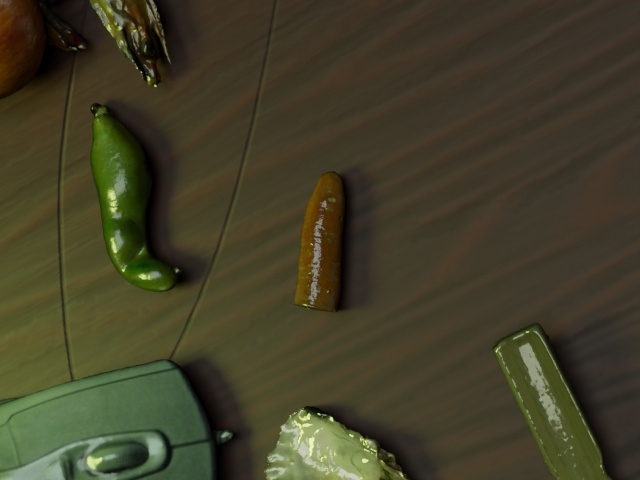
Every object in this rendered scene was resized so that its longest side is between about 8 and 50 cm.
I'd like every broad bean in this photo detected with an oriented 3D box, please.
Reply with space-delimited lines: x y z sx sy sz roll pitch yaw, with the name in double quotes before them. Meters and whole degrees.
"broad bean" -0.197 -0.044 1.861 0.070 0.048 0.214 -24 78 18

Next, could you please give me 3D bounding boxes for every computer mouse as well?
"computer mouse" -0.266 0.236 1.827 0.371 0.122 0.188 -16 81 13

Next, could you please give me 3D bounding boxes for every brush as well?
"brush" 0.243 0.211 1.701 0.054 0.048 0.282 -27 85 16

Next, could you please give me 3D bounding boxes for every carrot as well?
"carrot" 0.000 0.000 1.797 0.048 0.048 0.139 3 84 18

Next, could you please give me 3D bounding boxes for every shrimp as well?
"shrimp" -0.241 -0.253 1.890 0.150 0.068 0.249 -47 68 22

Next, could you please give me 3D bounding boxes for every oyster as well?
"oyster" 0.013 0.213 1.772 0.146 0.045 0.122 -23 82 22

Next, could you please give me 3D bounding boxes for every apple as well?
"apple" -0.352 -0.208 1.870 0.146 0.146 0.146 -2 85 18
